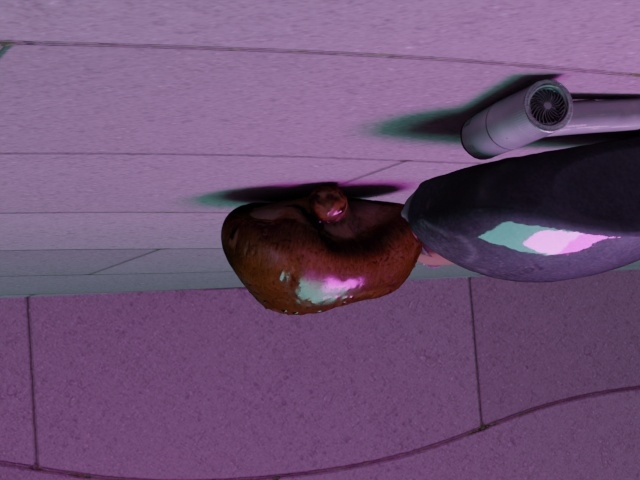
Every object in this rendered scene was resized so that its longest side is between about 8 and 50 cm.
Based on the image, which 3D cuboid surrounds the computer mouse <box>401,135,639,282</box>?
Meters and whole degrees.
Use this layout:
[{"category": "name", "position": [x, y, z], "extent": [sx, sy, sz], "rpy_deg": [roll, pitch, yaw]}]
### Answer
[{"category": "computer mouse", "position": [0.244, -0.028, 1.400], "extent": [0.374, 0.114, 0.203], "rpy_deg": [-12, 178, -32]}]

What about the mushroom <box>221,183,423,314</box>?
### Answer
[{"category": "mushroom", "position": [0.001, 0.015, 1.741], "extent": [0.231, 0.138, 0.194], "rpy_deg": [-2, 175, -17]}]

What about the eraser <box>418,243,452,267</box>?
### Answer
[{"category": "eraser", "position": [0.261, -0.017, 1.876], "extent": [0.171, 0.087, 0.291], "rpy_deg": [-1, 175, -42]}]

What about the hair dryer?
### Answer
[{"category": "hair dryer", "position": [0.220, -0.103, 1.234], "extent": [0.183, 0.044, 0.155], "rpy_deg": [-8, 178, -13]}]
